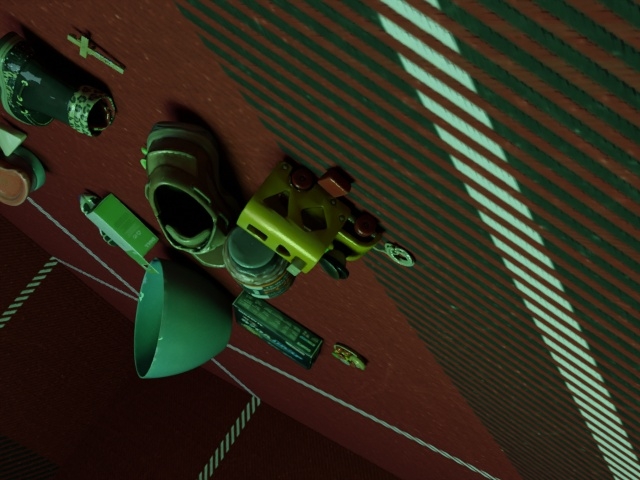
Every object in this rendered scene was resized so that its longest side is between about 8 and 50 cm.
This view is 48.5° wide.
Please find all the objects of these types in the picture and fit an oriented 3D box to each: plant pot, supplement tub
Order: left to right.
[{"bbox_3d":[-0.330,0.198,1.752,0.195,0.290,0.290,9,172,-24],"label":"plant pot"},{"bbox_3d":[-0.093,0.027,1.091,0.106,0.106,0.198,32,171,9],"label":"supplement tub"}]

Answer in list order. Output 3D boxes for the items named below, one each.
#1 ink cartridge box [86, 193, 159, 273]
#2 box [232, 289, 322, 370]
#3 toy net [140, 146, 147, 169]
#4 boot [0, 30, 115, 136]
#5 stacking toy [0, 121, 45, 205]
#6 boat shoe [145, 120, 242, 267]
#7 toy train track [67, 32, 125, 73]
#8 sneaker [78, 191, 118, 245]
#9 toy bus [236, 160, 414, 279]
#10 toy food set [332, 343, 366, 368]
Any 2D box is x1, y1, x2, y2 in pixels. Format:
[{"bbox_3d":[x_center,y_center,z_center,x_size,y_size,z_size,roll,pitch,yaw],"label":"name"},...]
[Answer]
[{"bbox_3d":[-0.450,-0.013,1.681,0.209,0.062,0.109,46,159,-17],"label":"ink cartridge box"},{"bbox_3d":[-0.101,0.214,1.675,0.220,0.051,0.175,33,161,8],"label":"box"},{"bbox_3d":[-0.206,-0.070,1.186,0.232,0.045,0.122,44,159,-24],"label":"toy net"},{"bbox_3d":[-0.419,-0.214,1.141,0.179,0.085,0.236,32,160,2],"label":"boot"},{"bbox_3d":[-0.802,-0.256,1.731,0.309,0.130,0.279,33,135,-2],"label":"stacking toy"},{"bbox_3d":[-0.194,-0.037,1.059,0.123,0.116,0.324,0,149,9],"label":"boat shoe"},{"bbox_3d":[-0.299,-0.254,0.954,0.083,0.014,0.048,33,155,-10],"label":"toy train track"},{"bbox_3d":[-0.542,-0.059,1.779,0.071,0.068,0.170,36,160,50],"label":"sneaker"},{"bbox_3d":[-0.011,-0.006,0.919,0.202,0.104,0.191,19,155,41],"label":"toy bus"},{"bbox_3d":[0.063,0.254,1.544,0.083,0.020,0.082,33,161,6],"label":"toy food set"}]
